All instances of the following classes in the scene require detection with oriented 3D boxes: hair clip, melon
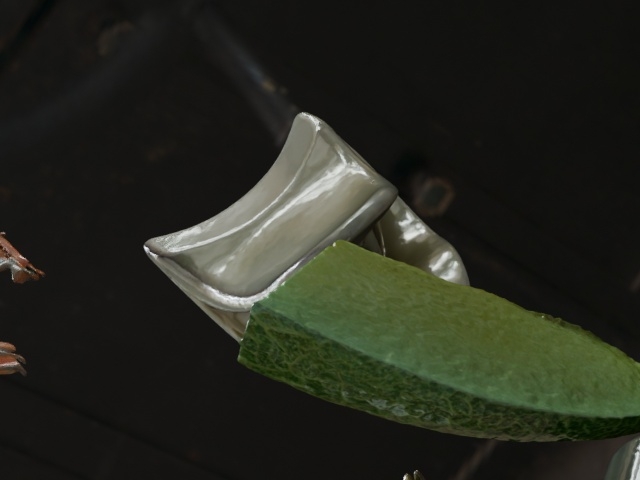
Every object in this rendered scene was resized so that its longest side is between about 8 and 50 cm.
[{"bbox_3d":[0.007,0.013,1.394,0.172,0.113,0.282,-41,22,-12],"label":"hair clip"},{"bbox_3d":[0.085,0.057,0.979,0.114,0.261,0.053,-92,18,-53],"label":"melon"}]

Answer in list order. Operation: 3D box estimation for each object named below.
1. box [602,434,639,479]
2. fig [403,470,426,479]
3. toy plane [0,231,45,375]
[{"bbox_3d":[0.276,0.148,1.020,0.274,0.138,0.178,5,36,18],"label":"box"},{"bbox_3d":[0.191,0.329,1.654,0.286,0.369,0.286,-33,10,6],"label":"fig"},{"bbox_3d":[-0.195,0.008,0.760,0.188,0.135,0.062,35,134,37],"label":"toy plane"}]
